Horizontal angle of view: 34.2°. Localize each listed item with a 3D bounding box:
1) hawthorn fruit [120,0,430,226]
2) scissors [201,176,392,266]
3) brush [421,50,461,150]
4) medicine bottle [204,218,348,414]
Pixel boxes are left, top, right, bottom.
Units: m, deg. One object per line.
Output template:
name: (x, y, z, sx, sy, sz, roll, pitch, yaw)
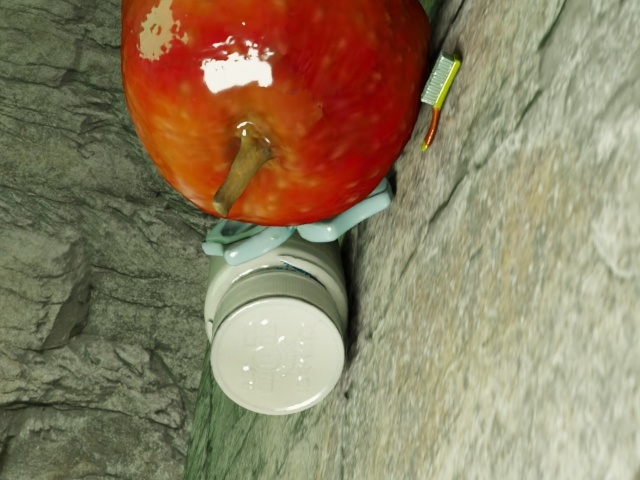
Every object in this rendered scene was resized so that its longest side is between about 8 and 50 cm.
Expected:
hawthorn fruit: (-0.045, -0.129, 0.845, 0.330, 0.287, 0.287, -79, 7, -48)
scissors: (0.004, -0.080, 1.063, 0.029, 0.191, 0.360, 65, -156, -23)
brush: (0.089, -0.109, 0.823, 0.018, 0.021, 0.083, -84, 10, -60)
medicine bottle: (-0.044, 0.054, 1.037, 0.258, 0.144, 0.143, -95, 20, -68)
